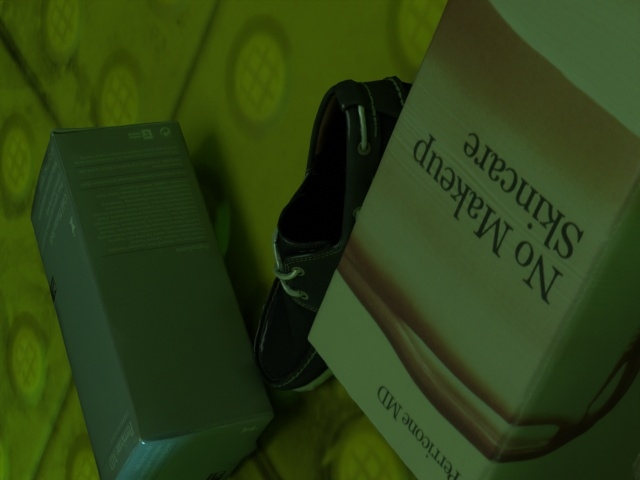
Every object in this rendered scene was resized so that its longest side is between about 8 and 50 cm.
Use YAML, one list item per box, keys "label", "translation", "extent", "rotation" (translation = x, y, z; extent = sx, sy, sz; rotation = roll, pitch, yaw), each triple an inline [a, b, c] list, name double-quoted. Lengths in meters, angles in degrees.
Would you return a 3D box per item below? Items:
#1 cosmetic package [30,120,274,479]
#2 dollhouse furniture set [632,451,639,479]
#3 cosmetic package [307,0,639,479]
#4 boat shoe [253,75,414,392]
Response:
- label: "cosmetic package"
  translation: [-0.123, 0.049, 0.994]
  extent: [0.127, 0.107, 0.238]
  rotation: [120, 138, -54]
- label: "dollhouse furniture set"
  translation: [0.161, 0.302, 0.439]
  extent: [0.394, 0.362, 0.257]
  rotation: [-91, 20, -57]
- label: "cosmetic package"
  translation: [0.123, -0.032, 0.653]
  extent: [0.153, 0.129, 0.296]
  rotation: [47, 127, 41]
- label: "boat shoe"
  translation: [0.000, 0.000, 0.864]
  extent: [0.084, 0.079, 0.233]
  rotation: [56, 134, 37]
